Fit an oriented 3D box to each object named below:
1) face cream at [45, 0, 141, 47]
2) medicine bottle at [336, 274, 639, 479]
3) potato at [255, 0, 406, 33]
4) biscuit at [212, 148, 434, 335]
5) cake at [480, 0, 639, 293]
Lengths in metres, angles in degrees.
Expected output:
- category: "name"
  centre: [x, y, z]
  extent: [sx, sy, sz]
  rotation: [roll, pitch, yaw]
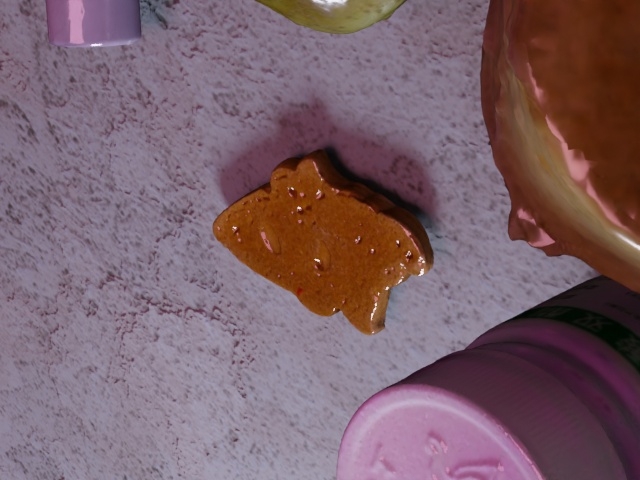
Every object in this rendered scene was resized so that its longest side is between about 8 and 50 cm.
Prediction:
- category: "face cream"
  centre: [-0.221, -0.323, 1.518]
  extent: [0.154, 0.096, 0.274]
  rotation: [10, 108, 45]
- category: "medicine bottle"
  centre: [0.193, 0.148, 1.191]
  extent: [0.212, 0.325, 0.212]
  rotation: [19, 118, 40]
- category: "potato"
  centre: [-0.052, -0.323, 1.237]
  extent: [0.359, 0.219, 0.270]
  rotation: [40, 156, 14]
- category: "biscuit"
  centre: [0.000, 0.000, 1.524]
  extent: [0.280, 0.043, 0.183]
  rotation: [6, 114, 48]
- category: "cake"
  centre: [0.258, -0.111, 1.058]
  extent: [0.332, 0.332, 0.321]
  rotation: [57, 177, 1]
